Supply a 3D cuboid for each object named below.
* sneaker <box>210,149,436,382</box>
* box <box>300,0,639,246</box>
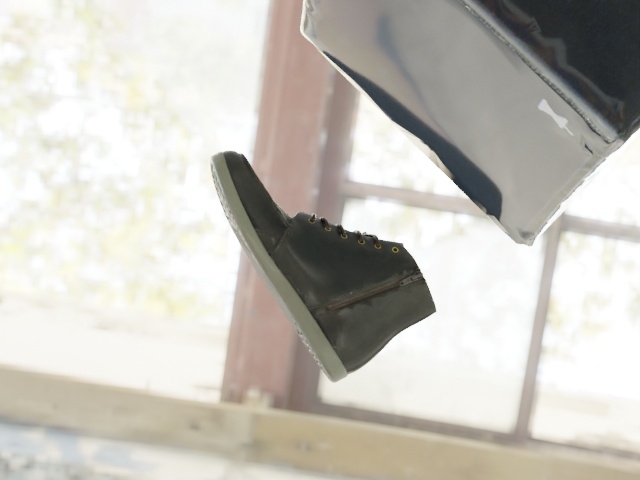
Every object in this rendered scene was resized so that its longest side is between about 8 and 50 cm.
[{"bbox_3d":[0.000,0.000,1.428,0.118,0.222,0.083,-32,179,-7],"label":"sneaker"},{"bbox_3d":[0.198,-0.223,0.953,0.212,0.395,0.293,44,171,5],"label":"box"}]
